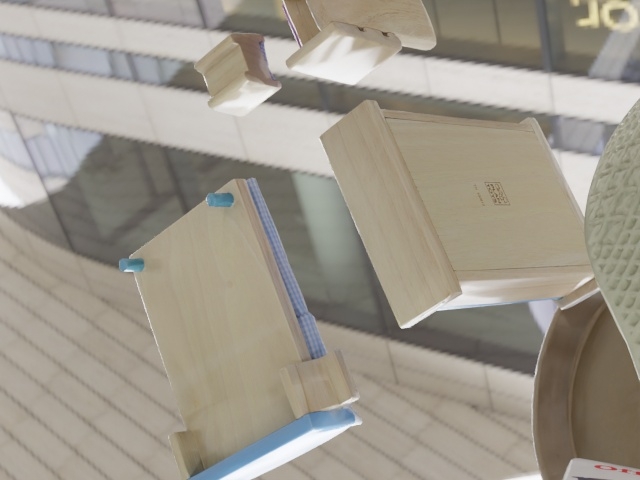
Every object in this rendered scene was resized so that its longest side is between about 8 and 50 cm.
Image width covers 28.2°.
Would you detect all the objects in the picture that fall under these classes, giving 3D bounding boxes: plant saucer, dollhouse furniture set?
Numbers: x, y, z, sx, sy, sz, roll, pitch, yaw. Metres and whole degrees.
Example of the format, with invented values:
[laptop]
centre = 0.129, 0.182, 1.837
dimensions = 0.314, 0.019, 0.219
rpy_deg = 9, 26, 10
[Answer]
[plant saucer]
centre = 0.282, 0.132, 1.127
dimensions = 0.041, 0.278, 0.278
rpy_deg = 14, -148, -23
[dollhouse furniture set]
centre = 0.000, 0.000, 0.938
dimensions = 0.303, 0.198, 0.286
rpy_deg = -35, -112, 35

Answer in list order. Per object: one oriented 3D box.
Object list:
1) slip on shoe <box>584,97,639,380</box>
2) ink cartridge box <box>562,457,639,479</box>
[slip on shoe]
centre = 0.207, 0.019, 0.618
dimensions = 0.123, 0.101, 0.331
rpy_deg = -44, -153, 31
[ink cartridge box]
centre = 0.222, 0.216, 0.783
dimensions = 0.172, 0.100, 0.237
rpy_deg = 10, -176, 14
